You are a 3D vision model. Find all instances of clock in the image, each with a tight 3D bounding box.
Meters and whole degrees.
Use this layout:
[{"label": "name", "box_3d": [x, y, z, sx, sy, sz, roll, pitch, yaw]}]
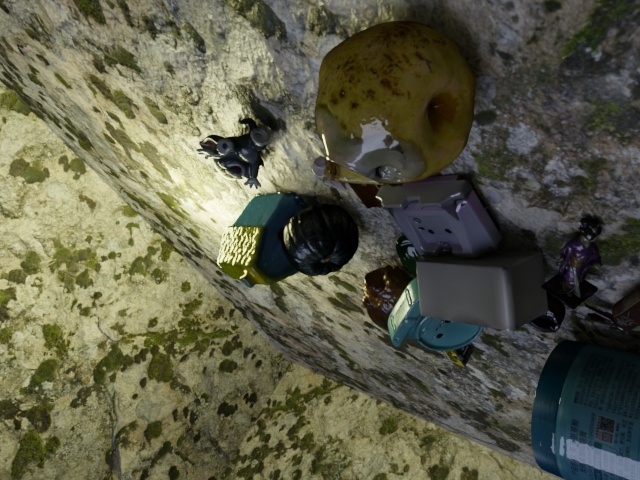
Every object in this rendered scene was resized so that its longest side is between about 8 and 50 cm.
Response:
[{"label": "clock", "box_3d": [0.340, 0.210, 1.376, 0.274, 0.094, 0.223, 11, 127, -12]}, {"label": "clock", "box_3d": [0.259, -0.051, 1.125, 0.253, 0.083, 0.186, 2, 142, 51]}]

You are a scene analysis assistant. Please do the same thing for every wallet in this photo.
[{"label": "wallet", "box_3d": [0.099, -0.146, 1.217, 0.095, 0.026, 0.176, -2, 133, 54]}]

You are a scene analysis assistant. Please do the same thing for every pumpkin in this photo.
[{"label": "pumpkin", "box_3d": [0.000, 0.000, 1.409, 0.221, 0.161, 0.220, -8, 143, -6]}]

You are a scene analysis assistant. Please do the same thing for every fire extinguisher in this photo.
[{"label": "fire extinguisher", "box_3d": [0.632, 0.127, 1.018, 0.106, 0.075, 0.252, 56, 166, 23]}]

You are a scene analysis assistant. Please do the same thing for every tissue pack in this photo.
[{"label": "tissue pack", "box_3d": [0.358, 0.100, 1.142, 0.246, 0.159, 0.135, 1, 102, 52]}]

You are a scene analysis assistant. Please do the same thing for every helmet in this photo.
[{"label": "helmet", "box_3d": [0.534, 0.165, 1.203, 0.098, 0.070, 0.123, 31, 164, 22]}]

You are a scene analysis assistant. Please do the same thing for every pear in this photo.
[{"label": "pear", "box_3d": [0.112, -0.221, 0.821, 0.271, 0.271, 0.271, 28, 156, 14]}]

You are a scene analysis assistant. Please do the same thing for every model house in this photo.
[{"label": "model house", "box_3d": [-0.168, 0.012, 1.552, 0.237, 0.303, 0.215, 2, 135, 52]}]

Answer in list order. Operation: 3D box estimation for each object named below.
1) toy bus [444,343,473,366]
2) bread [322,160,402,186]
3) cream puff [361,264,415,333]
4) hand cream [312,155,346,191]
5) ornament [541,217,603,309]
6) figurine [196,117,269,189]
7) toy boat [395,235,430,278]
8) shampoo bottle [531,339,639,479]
[{"label": "toy bus", "box_3d": [0.434, 0.326, 1.643, 0.074, 0.081, 0.226, 16, 155, 45]}, {"label": "bread", "box_3d": [0.099, -0.166, 1.104, 0.147, 0.127, 0.152, 9, 173, 32]}, {"label": "cream puff", "box_3d": [0.238, 0.194, 1.538, 0.241, 0.154, 0.269, 26, 154, 15]}, {"label": "hand cream", "box_3d": [0.016, -0.168, 1.273, 0.084, 0.053, 0.142, 25, 171, 21]}, {"label": "ornament", "box_3d": [0.510, 0.043, 0.982, 0.081, 0.088, 0.203, 46, 157, 34]}, {"label": "figurine", "box_3d": [-0.221, -0.239, 1.324, 0.193, 0.140, 0.265, 16, 149, -18]}, {"label": "toy boat", "box_3d": [0.278, 0.062, 1.358, 0.104, 0.052, 0.210, -19, 124, 43]}, {"label": "shampoo bottle", "box_3d": [0.712, 0.420, 1.138, 0.343, 0.331, 0.331, 5, 143, 47]}]
